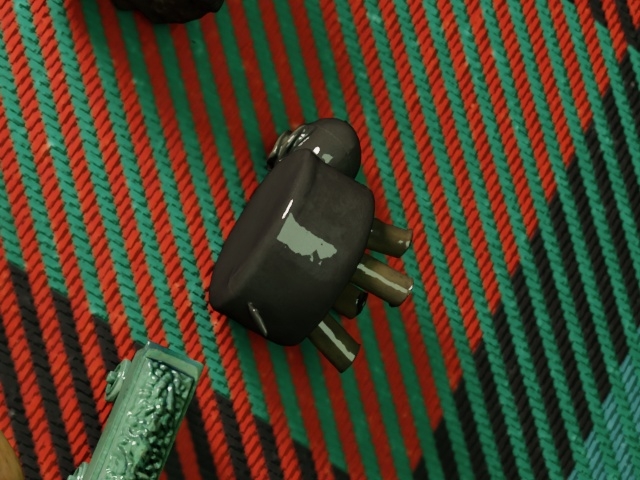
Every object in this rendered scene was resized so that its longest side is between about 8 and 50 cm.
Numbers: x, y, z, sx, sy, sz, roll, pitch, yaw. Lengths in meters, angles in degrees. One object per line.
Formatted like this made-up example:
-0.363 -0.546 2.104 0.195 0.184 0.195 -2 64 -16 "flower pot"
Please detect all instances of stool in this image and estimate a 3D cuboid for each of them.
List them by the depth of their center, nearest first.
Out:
0.004 -0.003 1.520 0.139 0.153 0.228 30 71 -14 "stool"

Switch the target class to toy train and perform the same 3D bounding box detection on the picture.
-0.153 0.164 1.459 0.070 0.099 0.172 25 73 -14 "toy train"

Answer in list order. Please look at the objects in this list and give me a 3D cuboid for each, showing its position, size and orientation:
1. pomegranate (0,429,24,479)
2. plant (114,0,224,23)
-0.370 0.216 1.244 0.338 0.338 0.338 4 79 -21 "pomegranate"
-0.124 -0.331 1.508 0.199 0.188 0.276 21 74 -18 "plant"
